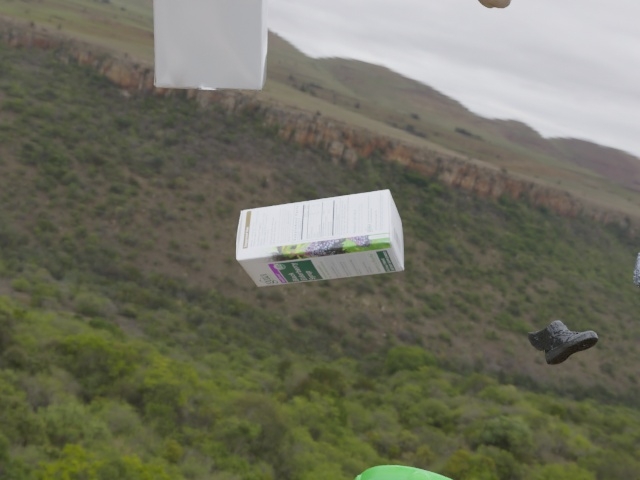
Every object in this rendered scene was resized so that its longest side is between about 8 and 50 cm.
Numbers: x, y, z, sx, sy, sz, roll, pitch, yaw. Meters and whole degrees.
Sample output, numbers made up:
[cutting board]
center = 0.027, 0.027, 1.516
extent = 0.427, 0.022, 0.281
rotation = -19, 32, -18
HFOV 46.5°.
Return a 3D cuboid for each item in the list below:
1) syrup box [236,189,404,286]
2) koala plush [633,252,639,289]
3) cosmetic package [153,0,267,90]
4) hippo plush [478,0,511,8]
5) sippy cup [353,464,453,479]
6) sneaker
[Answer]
[syrup box]
center = 0.000, 0.000, 1.127
extent = 0.237, 0.096, 0.093
rotation = -8, -33, 15
[koala plush]
center = 0.595, -0.026, 1.105
extent = 0.203, 0.221, 0.196
rotation = 18, -34, -11
[cosmetic package]
center = -0.189, -0.456, 1.314
extent = 0.197, 0.365, 0.155
rotation = 4, 20, -1
[hippo plush]
center = 0.420, -0.611, 1.598
extent = 0.237, 0.234, 0.294
rotation = -1, 48, -50
[sippy cup]
center = 0.114, 0.446, 0.947
extent = 0.240, 0.305, 0.224
rotation = 24, 50, 7
[sneaker]
center = 0.516, 0.206, 1.595
extent = 0.051, 0.170, 0.089
rotation = 11, 55, -23
